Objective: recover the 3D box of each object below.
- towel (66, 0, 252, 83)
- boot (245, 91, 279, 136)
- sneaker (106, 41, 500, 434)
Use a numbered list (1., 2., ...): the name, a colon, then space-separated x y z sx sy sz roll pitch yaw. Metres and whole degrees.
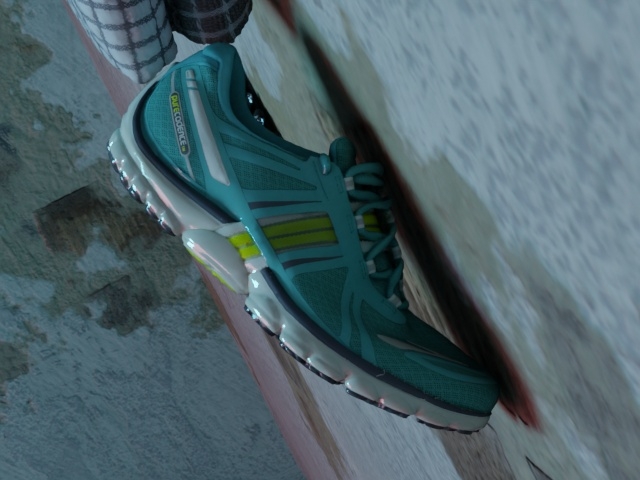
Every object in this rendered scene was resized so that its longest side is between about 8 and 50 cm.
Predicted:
1. towel: -0.151 -0.266 0.693 0.283 0.121 0.235 55 171 30
2. boot: -0.068 -0.092 0.983 0.099 0.045 0.121 58 170 6
3. sneaker: 0.000 0.000 0.664 0.275 0.110 0.107 44 -174 7
